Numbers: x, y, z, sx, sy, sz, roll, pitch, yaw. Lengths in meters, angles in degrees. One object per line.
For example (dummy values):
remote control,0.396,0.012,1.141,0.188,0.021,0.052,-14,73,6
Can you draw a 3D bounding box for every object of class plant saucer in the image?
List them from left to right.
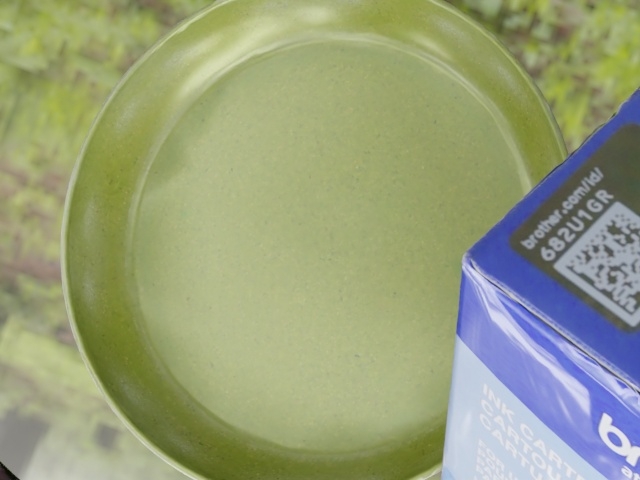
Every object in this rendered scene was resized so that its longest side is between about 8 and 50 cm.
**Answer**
plant saucer,0.000,0.000,0.860,0.241,0.241,0.037,18,177,19

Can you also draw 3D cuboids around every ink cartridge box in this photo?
ink cartridge box,0.180,0.033,0.697,0.151,0.270,0.395,38,156,23

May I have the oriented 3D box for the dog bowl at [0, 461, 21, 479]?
dog bowl,-0.191,0.152,0.283,0.150,0.408,0.408,64,165,-7
